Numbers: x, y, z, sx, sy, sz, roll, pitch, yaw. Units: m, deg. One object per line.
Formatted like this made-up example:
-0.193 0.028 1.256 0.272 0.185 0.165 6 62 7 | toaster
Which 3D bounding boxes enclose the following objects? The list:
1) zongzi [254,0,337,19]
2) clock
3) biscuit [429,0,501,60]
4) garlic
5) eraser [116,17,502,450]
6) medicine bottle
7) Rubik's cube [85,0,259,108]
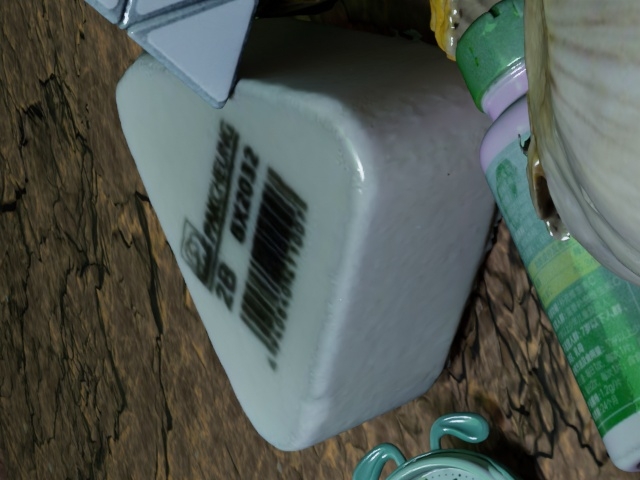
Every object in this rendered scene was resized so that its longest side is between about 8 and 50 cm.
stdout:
-0.010 -0.325 1.392 0.288 0.134 0.286 -33 76 59 | zongzi
0.101 0.227 1.486 0.060 0.148 0.188 21 -131 -61 | clock
0.118 -0.281 1.169 0.054 0.094 0.379 -119 25 -52 | biscuit
0.195 -0.111 0.914 0.322 0.241 0.322 156 90 -79 | garlic
0.000 0.000 1.488 0.331 0.150 0.331 35 137 41 | eraser
0.176 -0.015 1.152 0.274 0.133 0.133 68 156 16 | medicine bottle
-0.124 -0.268 1.342 0.228 0.233 0.229 21 159 8 | Rubik's cube
